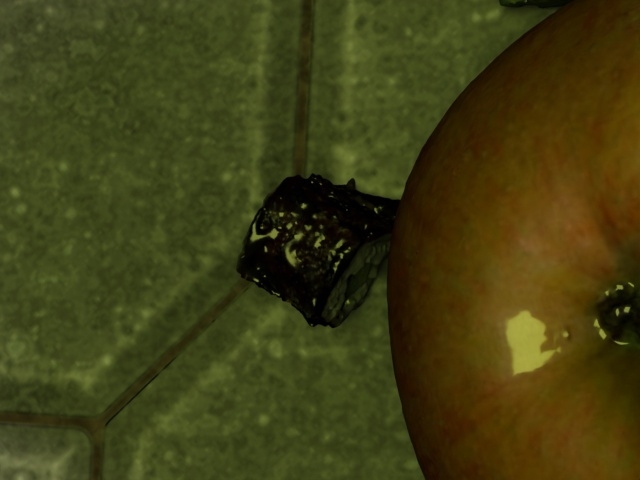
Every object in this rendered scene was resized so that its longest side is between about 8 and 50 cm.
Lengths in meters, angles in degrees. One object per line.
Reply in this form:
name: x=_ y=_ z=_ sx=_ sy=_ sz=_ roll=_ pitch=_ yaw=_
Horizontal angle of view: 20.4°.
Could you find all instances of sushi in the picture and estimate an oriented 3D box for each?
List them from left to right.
sushi: x=-0.001 y=0.001 z=1.203 sx=0.084 sy=0.094 sz=0.098 roll=30 pitch=99 yaw=19

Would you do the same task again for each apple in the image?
apple: x=0.228 y=0.032 z=1.006 sx=0.400 sy=0.333 sz=0.400 roll=-1 pitch=84 yaw=15

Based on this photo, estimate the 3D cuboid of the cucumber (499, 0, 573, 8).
cucumber: x=0.151 y=-0.261 z=1.200 sx=0.078 sy=0.062 sz=0.211 roll=-9 pitch=89 yaw=49
